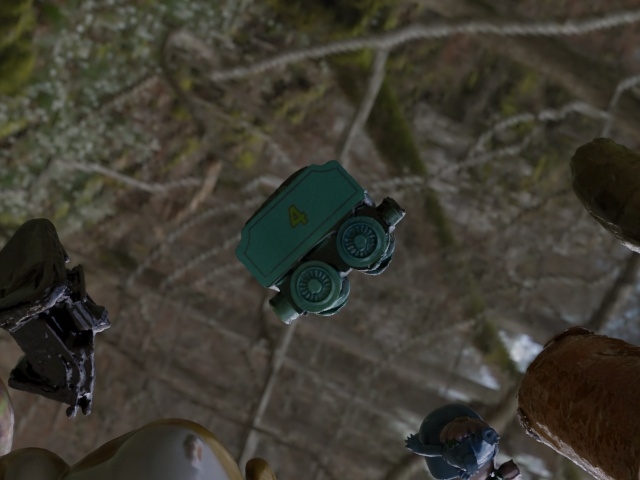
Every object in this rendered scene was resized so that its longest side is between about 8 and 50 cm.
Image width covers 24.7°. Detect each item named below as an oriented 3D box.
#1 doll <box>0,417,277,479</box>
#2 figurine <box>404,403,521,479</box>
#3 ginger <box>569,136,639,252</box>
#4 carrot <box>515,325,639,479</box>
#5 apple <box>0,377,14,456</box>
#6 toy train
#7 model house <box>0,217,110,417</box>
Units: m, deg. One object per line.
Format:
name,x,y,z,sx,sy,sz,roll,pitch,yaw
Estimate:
doll,-0.177,0.229,1.129,0.162,0.269,0.167,72,17,-49
figurine,0.199,0.291,1.961,0.114,0.144,0.178,-38,-177,-10
ginger,0.439,-0.039,1.927,0.116,0.263,0.109,-57,147,-2
carrot,0.341,0.180,1.536,0.254,0.196,0.196,33,-78,60
apple,-0.540,0.250,1.953,0.246,0.226,0.246,-32,129,-52
toy train,0.000,0.000,1.752,0.198,0.154,0.107,-43,169,4
model house,-0.292,0.084,1.632,0.141,0.164,0.203,-36,-151,12
